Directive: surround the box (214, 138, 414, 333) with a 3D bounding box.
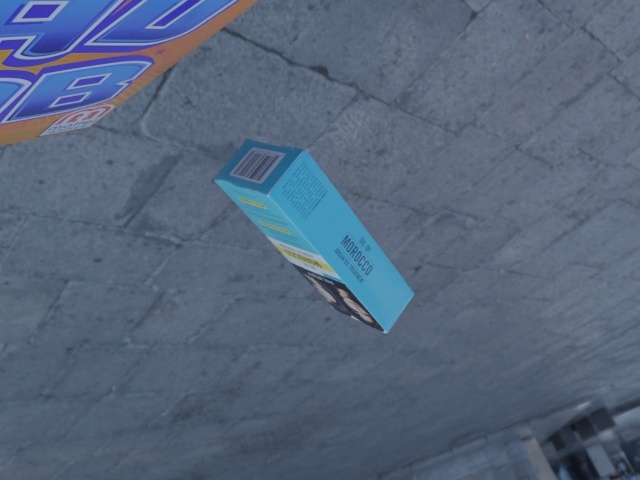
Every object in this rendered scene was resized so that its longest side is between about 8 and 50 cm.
[{"bbox_3d":[0.000,0.000,0.663,0.060,0.100,0.244,-53,129,-16],"label":"box"}]

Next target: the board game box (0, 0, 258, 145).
[{"bbox_3d":[-0.259,-0.259,0.327,0.356,0.357,0.356,-18,-174,40],"label":"board game box"}]
